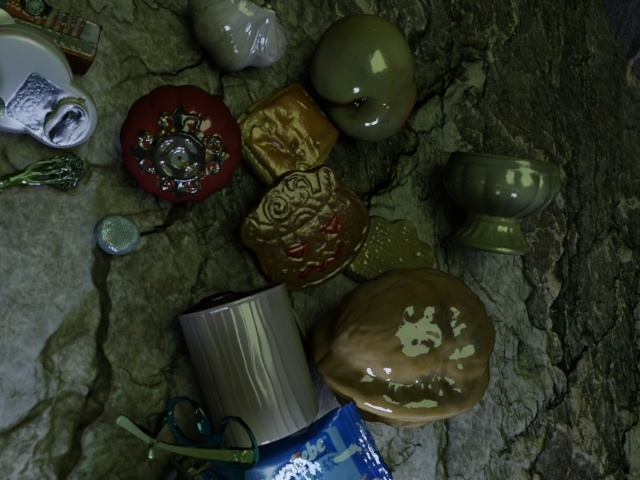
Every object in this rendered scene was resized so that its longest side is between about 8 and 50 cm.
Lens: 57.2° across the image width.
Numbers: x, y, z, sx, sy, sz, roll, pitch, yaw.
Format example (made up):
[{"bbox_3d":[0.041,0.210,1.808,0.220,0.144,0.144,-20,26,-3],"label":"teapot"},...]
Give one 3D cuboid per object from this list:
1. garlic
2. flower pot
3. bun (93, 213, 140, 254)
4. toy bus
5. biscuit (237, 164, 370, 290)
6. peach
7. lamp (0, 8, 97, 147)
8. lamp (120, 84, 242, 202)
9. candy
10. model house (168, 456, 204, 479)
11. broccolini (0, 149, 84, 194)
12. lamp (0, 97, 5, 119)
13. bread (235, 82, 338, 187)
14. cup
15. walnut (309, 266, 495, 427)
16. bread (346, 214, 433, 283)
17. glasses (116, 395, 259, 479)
[{"bbox_3d":[-0.186,-0.441,1.244,0.229,0.178,0.143,34,81,-19],"label":"garlic"},{"bbox_3d":[0.460,-0.099,1.546,0.307,0.307,0.244,4,99,-34],"label":"flower pot"},{"bbox_3d":[-0.379,-0.010,1.089,0.083,0.045,0.083,8,76,-36],"label":"bun"},{"bbox_3d":[-0.592,-0.398,0.999,0.408,0.093,0.092,12,75,-31],"label":"toy bus"},{"bbox_3d":[-0.026,-0.025,1.269,0.273,0.049,0.257,-39,112,-12],"label":"biscuit"},{"bbox_3d":[0.107,-0.384,1.374,0.292,0.247,0.292,27,57,-51],"label":"peach"},{"bbox_3d":[-0.500,-0.263,1.007,0.179,0.108,0.246,-43,123,12],"label":"lamp"},{"bbox_3d":[-0.262,-0.184,1.115,0.226,0.227,0.227,8,76,-33],"label":"lamp"},{"bbox_3d":[-0.045,0.447,1.116,0.331,0.077,0.187,-28,100,2],"label":"candy"},{"bbox_3d":[-0.230,0.589,0.922,0.323,0.300,0.340,-40,97,-23],"label":"model house"},{"bbox_3d":[-0.521,-0.099,1.020,0.216,0.058,0.067,-27,61,-28],"label":"broccolini"},{"bbox_3d":[-0.637,-0.251,0.874,0.203,0.124,0.283,-34,101,-2],"label":"lamp"},{"bbox_3d":[-0.073,-0.230,1.312,0.210,0.099,0.235,50,58,-15],"label":"bread"},{"bbox_3d":[-0.132,0.224,1.140,0.208,0.288,0.273,-16,90,0],"label":"cup"},{"bbox_3d":[0.182,0.224,1.250,0.383,0.383,0.384,8,76,-33],"label":"walnut"},{"bbox_3d":[0.180,0.042,1.453,0.286,0.056,0.207,35,66,-24],"label":"bread"},{"bbox_3d":[-0.227,0.318,0.982,0.207,0.239,0.102,43,62,-49],"label":"glasses"}]
